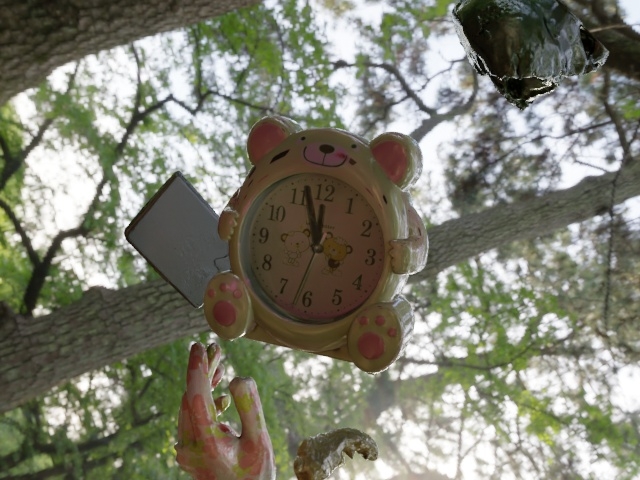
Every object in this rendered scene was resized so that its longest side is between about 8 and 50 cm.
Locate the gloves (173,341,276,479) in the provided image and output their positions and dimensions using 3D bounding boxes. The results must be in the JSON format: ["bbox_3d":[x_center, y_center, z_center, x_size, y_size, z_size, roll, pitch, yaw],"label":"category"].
[{"bbox_3d":[-0.144,0.262,0.978,0.145,0.126,0.241,-10,-73,64],"label":"gloves"}]

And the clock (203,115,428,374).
[{"bbox_3d":[0.000,0.000,0.936,0.284,0.114,0.309,10,-83,18],"label":"clock"}]

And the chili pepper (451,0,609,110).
[{"bbox_3d":[0.220,-0.222,0.768,0.116,0.264,0.148,-34,-90,20],"label":"chili pepper"}]

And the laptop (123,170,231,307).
[{"bbox_3d":[-0.233,0.002,1.229,0.026,0.154,0.207,13,-31,47],"label":"laptop"}]

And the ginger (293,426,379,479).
[{"bbox_3d":[0.024,0.331,1.105,0.051,0.173,0.069,-42,-116,46],"label":"ginger"}]
